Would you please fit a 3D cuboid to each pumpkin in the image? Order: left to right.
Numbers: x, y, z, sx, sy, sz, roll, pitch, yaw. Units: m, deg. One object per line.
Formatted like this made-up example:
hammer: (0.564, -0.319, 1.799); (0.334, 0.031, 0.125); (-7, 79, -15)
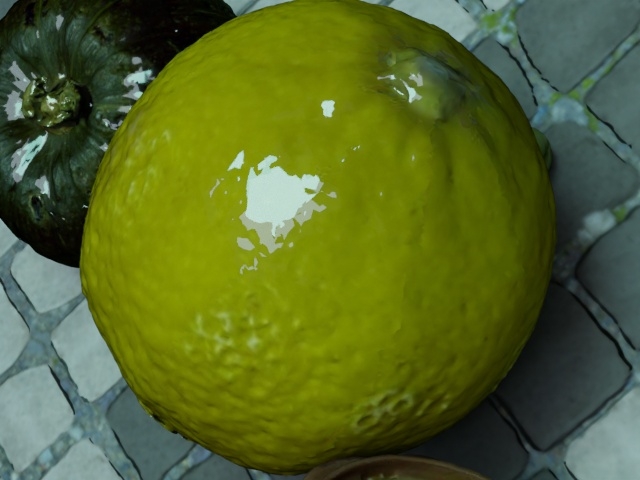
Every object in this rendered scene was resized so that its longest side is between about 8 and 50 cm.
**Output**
pumpkin: (-0.153, -0.096, 0.888); (0.237, 0.159, 0.238); (-5, 77, 23)

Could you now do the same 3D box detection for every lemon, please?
lemon: (-0.001, 0.001, 0.710); (0.293, 0.293, 0.293); (-8, 73, 25)

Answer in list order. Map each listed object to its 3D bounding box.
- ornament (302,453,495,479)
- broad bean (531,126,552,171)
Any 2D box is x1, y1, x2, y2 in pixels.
ornament: (0.028, 0.243, 0.624); (0.235, 0.221, 0.218); (30, 118, 23)
broad bean: (0.113, -0.054, 0.807); (0.083, 0.045, 0.063); (7, 78, 36)
